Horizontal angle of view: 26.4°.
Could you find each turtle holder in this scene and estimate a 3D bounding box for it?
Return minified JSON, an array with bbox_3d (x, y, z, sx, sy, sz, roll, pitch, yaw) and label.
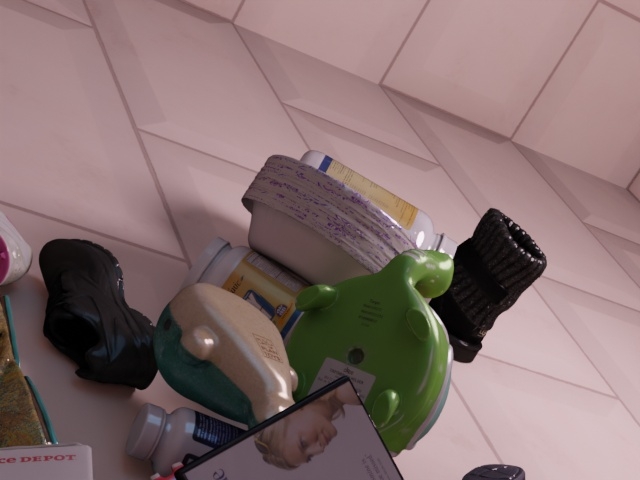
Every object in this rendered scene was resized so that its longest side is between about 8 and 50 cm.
[{"bbox_3d":[0.078,0.166,2.001,0.227,0.243,0.320,47,37,-57],"label":"turtle holder"}]

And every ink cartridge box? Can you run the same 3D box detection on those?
[{"bbox_3d":[-0.301,0.300,1.355,0.154,0.093,0.212,-2,30,-10],"label":"ink cartridge box"}]

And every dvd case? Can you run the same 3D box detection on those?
[{"bbox_3d":[-0.027,0.294,1.618,0.253,0.022,0.180,-27,87,-27],"label":"dvd case"}]

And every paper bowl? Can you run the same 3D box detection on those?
[{"bbox_3d":[0.000,0.000,2.154,0.284,0.148,0.284,32,-8,5],"label":"paper bowl"}]

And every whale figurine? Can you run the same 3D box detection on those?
[{"bbox_3d":[-0.117,0.179,1.761,0.216,0.141,0.272,26,20,-49],"label":"whale figurine"}]

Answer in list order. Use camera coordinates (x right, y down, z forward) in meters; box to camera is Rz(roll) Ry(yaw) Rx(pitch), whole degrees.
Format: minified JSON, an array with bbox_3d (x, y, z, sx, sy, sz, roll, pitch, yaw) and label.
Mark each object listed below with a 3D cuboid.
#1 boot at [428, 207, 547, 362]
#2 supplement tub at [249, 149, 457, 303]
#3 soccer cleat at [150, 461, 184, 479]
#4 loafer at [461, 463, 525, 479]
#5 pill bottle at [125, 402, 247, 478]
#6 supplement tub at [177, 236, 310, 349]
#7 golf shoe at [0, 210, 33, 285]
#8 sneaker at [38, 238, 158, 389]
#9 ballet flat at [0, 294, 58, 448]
[{"bbox_3d":[0.246,0.031,2.573,0.348,0.260,0.131,43,24,29],"label":"boot"},{"bbox_3d":[0.059,0.008,2.417,0.316,0.228,0.228,31,20,-1],"label":"supplement tub"},{"bbox_3d":[-0.194,0.322,1.565,0.248,0.083,0.095,-4,55,-56],"label":"soccer cleat"},{"bbox_3d":[0.213,0.395,1.927,0.109,0.095,0.302,2,8,31],"label":"loafer"},{"bbox_3d":[-0.153,0.265,1.713,0.169,0.094,0.094,25,21,-17],"label":"pill bottle"},{"bbox_3d":[-0.106,0.098,2.098,0.200,0.144,0.144,32,20,6],"label":"supplement tub"},{"bbox_3d":[-0.528,-0.038,1.912,0.306,0.115,0.140,43,12,14],"label":"golf shoe"},{"bbox_3d":[-0.328,0.090,1.874,0.130,0.109,0.286,5,31,-43],"label":"sneaker"},{"bbox_3d":[-0.389,0.181,1.587,0.123,0.123,0.348,16,25,-34],"label":"ballet flat"}]
